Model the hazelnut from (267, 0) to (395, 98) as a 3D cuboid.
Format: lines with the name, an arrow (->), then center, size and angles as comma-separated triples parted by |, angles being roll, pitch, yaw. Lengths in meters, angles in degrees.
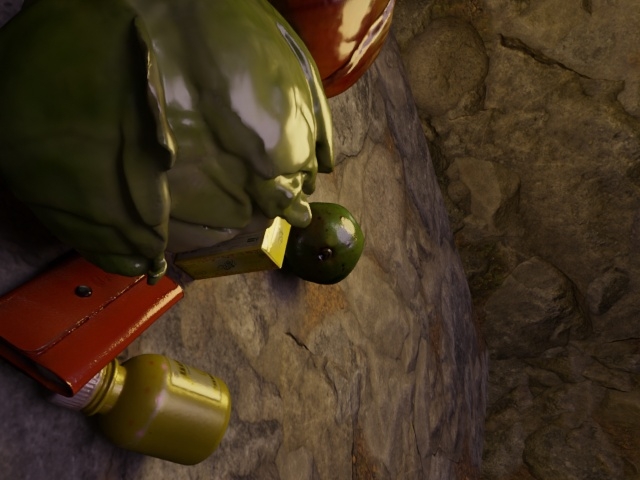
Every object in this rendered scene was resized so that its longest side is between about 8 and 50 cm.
hazelnut -> -0.013, -0.479, 1.032 | 0.372, 0.372, 0.315 | 18, 45, -60

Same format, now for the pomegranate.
pomegranate -> 0.000, -0.002, 1.100 | 0.225, 0.187, 0.187 | -113, -174, -78

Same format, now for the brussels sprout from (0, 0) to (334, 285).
brussels sprout -> -0.178, -0.178, 0.613 | 0.425, 0.343, 0.361 | -58, 138, -67

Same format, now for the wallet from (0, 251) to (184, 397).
wallet -> -0.278, 0.078, 0.591 | 0.142, 0.045, 0.204 | 33, 34, 4

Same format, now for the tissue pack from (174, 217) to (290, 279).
tissue pack -> -0.142, 0.003, 0.802 | 0.062, 0.176, 0.095 | 52, 38, -44

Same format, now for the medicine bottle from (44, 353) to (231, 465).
medicine bottle -> -0.231, 0.203, 0.629 | 0.212, 0.122, 0.121 | 36, 49, -34
